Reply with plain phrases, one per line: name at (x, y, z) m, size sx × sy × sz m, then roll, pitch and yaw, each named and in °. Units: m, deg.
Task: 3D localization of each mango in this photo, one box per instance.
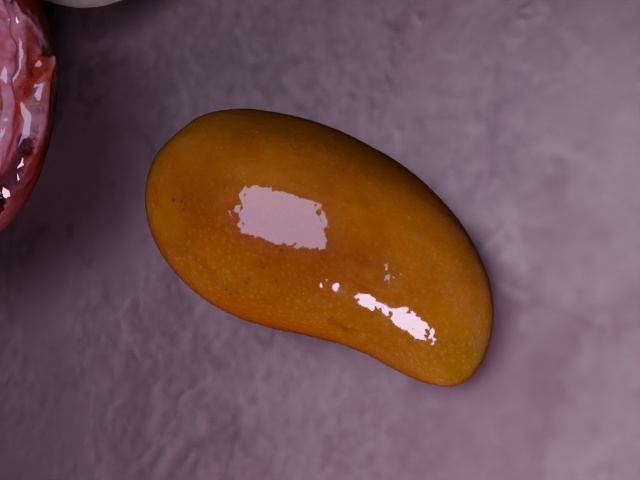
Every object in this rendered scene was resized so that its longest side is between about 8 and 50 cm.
mango at (0.000, 0.000, 0.514) m, size 0.184 × 0.085 × 0.102 m, roll 28°, pitch 90°, yaw 17°

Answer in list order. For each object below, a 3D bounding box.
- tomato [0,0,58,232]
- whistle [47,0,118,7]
tomato at (-0.223, -0.094, 0.589) m, size 0.228 × 0.112 × 0.199 m, roll 29°, pitch 106°, yaw 13°
whistle at (-0.090, -0.209, 0.599) m, size 0.258 × 0.067 × 0.126 m, roll -20°, pitch 86°, yaw 11°
